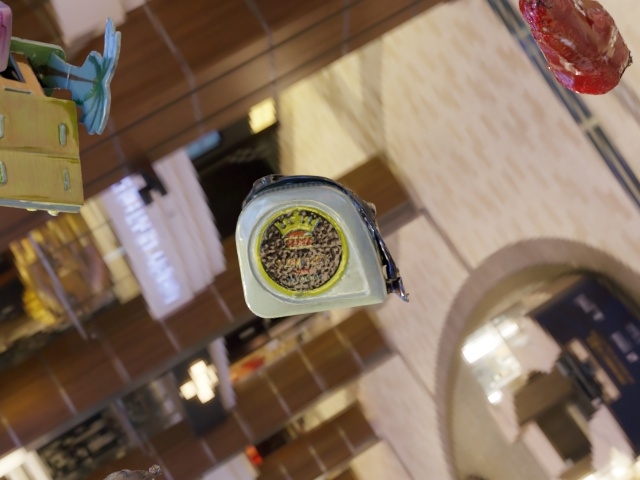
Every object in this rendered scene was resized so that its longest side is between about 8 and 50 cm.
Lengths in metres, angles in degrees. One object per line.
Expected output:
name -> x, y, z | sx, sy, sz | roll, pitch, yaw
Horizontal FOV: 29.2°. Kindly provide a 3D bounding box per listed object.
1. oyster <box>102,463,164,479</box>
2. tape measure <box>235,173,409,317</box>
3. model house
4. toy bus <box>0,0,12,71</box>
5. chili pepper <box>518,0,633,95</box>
oyster -> -0.224, 0.371, 1.370 | 0.100, 0.275, 0.271 | 18, 105, 21
tape measure -> 0.000, 0.000, 1.768 | 0.115, 0.235, 0.207 | -80, -18, -82
model house -> -0.476, -0.200, 1.809 | 0.340, 0.300, 0.323 | -60, 44, 28
toy bus -> -0.466, -0.266, 1.354 | 0.274, 0.112, 0.090 | 32, 125, 26
chili pepper -> 0.330, -0.262, 1.589 | 0.110, 0.110, 0.387 | 53, -166, 23
